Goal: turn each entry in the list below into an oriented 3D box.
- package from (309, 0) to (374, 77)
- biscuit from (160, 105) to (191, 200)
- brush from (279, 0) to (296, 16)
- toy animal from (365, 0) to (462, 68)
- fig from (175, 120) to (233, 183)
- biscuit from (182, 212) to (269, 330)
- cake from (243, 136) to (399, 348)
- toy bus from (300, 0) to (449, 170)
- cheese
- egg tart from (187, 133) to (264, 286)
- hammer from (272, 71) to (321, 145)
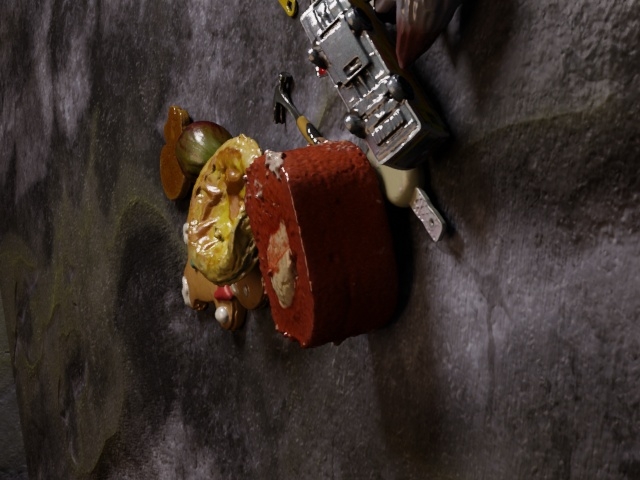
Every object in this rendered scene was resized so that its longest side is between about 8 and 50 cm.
[{"bbox_3d":[0.026,-0.361,1.777,0.154,0.030,0.239,-27,68,58],"label":"package"},{"bbox_3d":[-0.261,-0.158,2.347,0.124,0.026,0.175,34,122,55],"label":"biscuit"},{"bbox_3d":[-0.079,-0.407,1.996,0.205,0.011,0.083,56,138,44],"label":"brush"},{"bbox_3d":[0.137,-0.337,1.504,0.324,0.090,0.195,-45,44,53],"label":"toy animal"},{"bbox_3d":[-0.178,-0.134,2.120,0.154,0.103,0.109,43,167,40],"label":"fig"},{"bbox_3d":[-0.167,0.041,2.166,0.339,0.047,0.216,20,111,61],"label":"biscuit"},{"bbox_3d":[0.000,0.000,1.700,0.177,0.151,0.283,148,111,-73],"label":"cake"},{"bbox_3d":[0.066,-0.205,1.610,0.092,0.106,0.268,-42,56,24],"label":"toy bus"},{"bbox_3d":[0.113,-0.068,1.629,0.192,0.037,0.097,61,143,42],"label":"cheese"},{"bbox_3d":[-0.125,-0.042,1.993,0.241,0.106,0.241,-24,60,51],"label":"egg tart"},{"bbox_3d":[-0.028,-0.172,1.906,0.201,0.021,0.078,56,139,46],"label":"hammer"}]
